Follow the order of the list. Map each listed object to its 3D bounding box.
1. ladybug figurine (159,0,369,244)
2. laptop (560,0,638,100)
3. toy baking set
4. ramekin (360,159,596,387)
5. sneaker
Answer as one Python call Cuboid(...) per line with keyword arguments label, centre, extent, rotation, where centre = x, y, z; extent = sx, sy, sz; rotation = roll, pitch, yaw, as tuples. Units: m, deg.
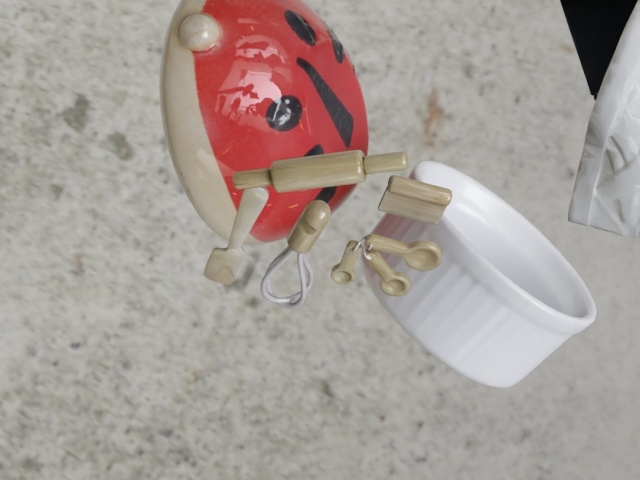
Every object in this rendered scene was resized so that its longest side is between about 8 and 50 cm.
Cuboid(label="ladybug figurine", centre=(-0.053, -0.151, 1.753), extent=(0.449, 0.162, 0.305), rotation=(43, 55, -67))
Cuboid(label="laptop", centre=(0.479, -0.260, 1.961), extent=(0.264, 0.234, 0.136), rotation=(18, 68, -52))
Cuboid(label="toy baking set", centre=(0.000, -0.005, 1.384), extent=(0.030, 0.256, 0.196), rotation=(-82, 164, -44))
Cuboid(label="ramekin", centre=(0.179, 0.045, 1.752), extent=(0.277, 0.277, 0.135), rotation=(20, 117, -46))
Cuboid(label="sneaker", centre=(0.342, -0.097, 1.410), extent=(0.108, 0.169, 0.292), rotation=(-58, 161, -31))
